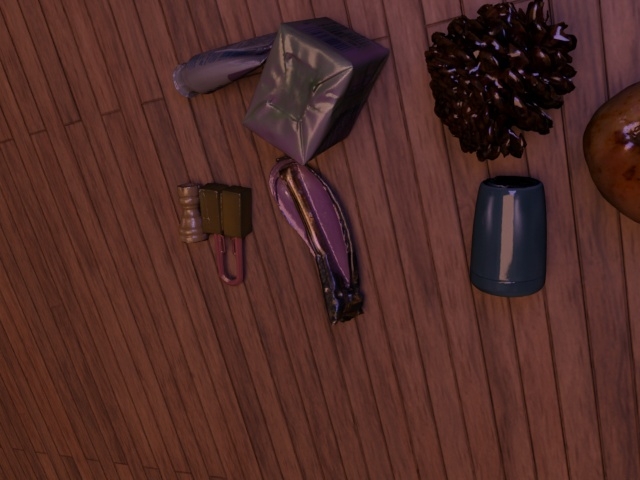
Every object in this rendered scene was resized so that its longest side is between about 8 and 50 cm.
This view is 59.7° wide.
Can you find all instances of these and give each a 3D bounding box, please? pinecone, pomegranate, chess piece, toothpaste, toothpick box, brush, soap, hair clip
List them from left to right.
[{"bbox_3d":[-0.277,-0.061,1.204,0.066,0.066,0.122,6,107,24],"label":"chess piece"},{"bbox_3d":[-0.200,-0.003,1.196,0.103,0.047,0.233,10,115,19],"label":"brush"},{"bbox_3d":[-0.156,-0.311,0.981,0.299,0.114,0.073,1,132,46],"label":"toothpaste"},{"bbox_3d":[-0.006,-0.248,0.910,0.138,0.199,0.182,32,122,8],"label":"soap"},{"bbox_3d":[0.002,-0.001,1.096,0.110,0.095,0.359,-10,100,65],"label":"hair clip"},{"bbox_3d":[0.258,-0.229,0.790,0.221,0.221,0.221,10,115,22],"label":"pinecone"},{"bbox_3d":[0.307,-0.011,0.905,0.120,0.120,0.184,5,110,24],"label":"toothpick box"},{"bbox_3d":[0.457,-0.116,0.741,0.207,0.207,0.207,10,115,22],"label":"pomegranate"}]
